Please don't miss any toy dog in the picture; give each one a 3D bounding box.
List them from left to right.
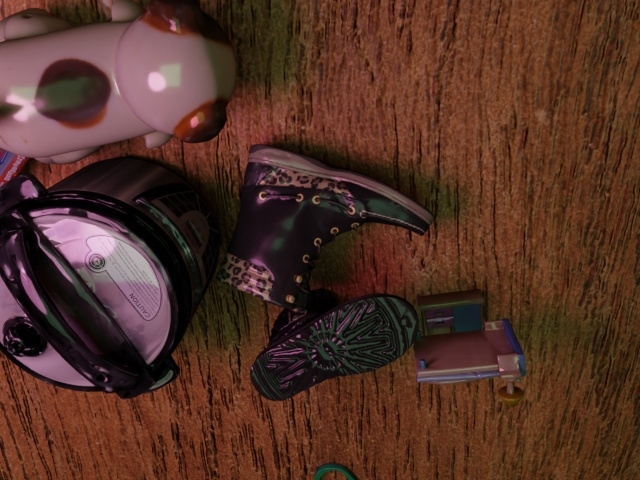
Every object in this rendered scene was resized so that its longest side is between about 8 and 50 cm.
[{"bbox_3d":[-0.336,-0.277,0.984,0.407,0.395,0.285,-4,102,14],"label":"toy dog"}]

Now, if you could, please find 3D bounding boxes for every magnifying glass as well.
[{"bbox_3d":[0.092,0.622,1.496,0.231,0.026,0.092,26,110,-5],"label":"magnifying glass"}]

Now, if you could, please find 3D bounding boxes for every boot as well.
[{"bbox_3d":[0.000,0.000,1.150,0.377,0.138,0.284,20,88,-1],"label":"boot"},{"bbox_3d":[0.030,0.171,1.198,0.347,0.260,0.131,-22,98,14],"label":"boot"}]

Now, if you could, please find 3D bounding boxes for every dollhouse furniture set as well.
[{"bbox_3d":[0.238,0.262,1.200,0.286,0.303,0.198,-8,110,6],"label":"dollhouse furniture set"}]

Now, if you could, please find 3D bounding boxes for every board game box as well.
[{"bbox_3d":[-0.635,-0.130,1.180,0.027,0.145,0.281,28,114,-41],"label":"board game box"}]

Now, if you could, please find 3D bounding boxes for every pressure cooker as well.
[{"bbox_3d":[-0.391,0.066,1.092,0.369,0.420,0.376,16,110,-3],"label":"pressure cooker"}]
